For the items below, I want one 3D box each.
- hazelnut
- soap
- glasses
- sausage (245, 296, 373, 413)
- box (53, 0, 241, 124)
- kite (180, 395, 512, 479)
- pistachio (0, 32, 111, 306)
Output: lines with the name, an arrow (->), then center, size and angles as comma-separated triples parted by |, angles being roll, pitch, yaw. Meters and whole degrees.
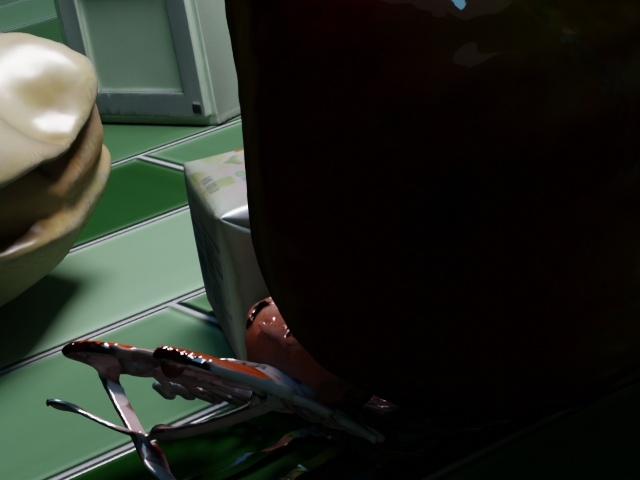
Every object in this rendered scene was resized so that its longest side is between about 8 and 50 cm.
hazelnut -> 0.115, -0.087, 1.146 | 0.402, 0.402, 0.429 | -12, 47, -4
soap -> 0.000, 0.000, 1.420 | 0.182, 0.138, 0.199 | -13, 18, -9
glasses -> -0.066, 0.122, 1.183 | 0.162, 0.095, 0.255 | 13, -4, -39
sausage -> -0.005, 0.079, 1.266 | 0.076, 0.076, 0.141 | -20, 15, -25
box -> -0.195, -0.261, 2.142 | 0.225, 0.225, 0.117 | 4, 24, 38
kite -> 0.012, 0.140, 1.207 | 0.285, 0.015, 0.152 | -19, 18, -32
pistachio -> -0.372, -0.047, 1.538 | 0.365, 0.281, 0.445 | 10, 31, 37
